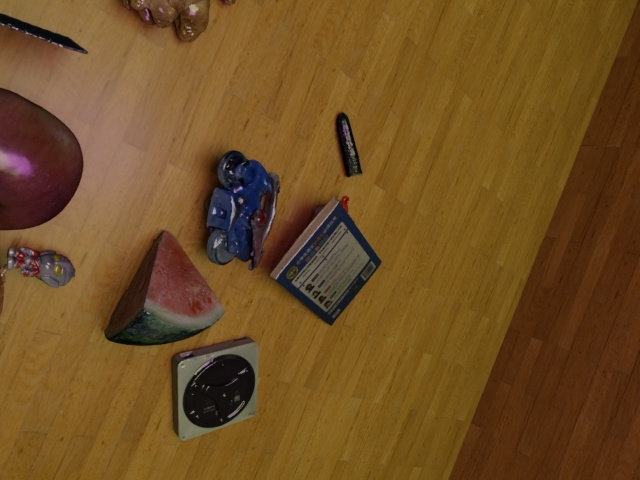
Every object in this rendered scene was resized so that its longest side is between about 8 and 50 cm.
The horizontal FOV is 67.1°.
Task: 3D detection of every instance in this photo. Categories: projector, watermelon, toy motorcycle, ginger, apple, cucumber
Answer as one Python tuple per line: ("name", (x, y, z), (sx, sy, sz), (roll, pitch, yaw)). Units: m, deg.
("projector", (-0.306, 0.443, 1.443), (0.257, 0.079, 0.259), (-7, 107, -36))
("watermelon", (-0.374, 0.143, 1.217), (0.282, 0.250, 0.293), (-2, 105, -41))
("toy motorcycle", (-0.225, -0.088, 1.341), (0.181, 0.241, 0.320), (13, 102, 3))
("ginger", (-0.287, -0.611, 1.143), (0.375, 0.166, 0.237), (-18, 103, -26))
("apple", (-0.630, -0.162, 0.933), (0.305, 0.305, 0.235), (22, 51, -38))
("cucumber", (0.091, -0.309, 1.565), (0.058, 0.052, 0.215), (-48, 129, -54))

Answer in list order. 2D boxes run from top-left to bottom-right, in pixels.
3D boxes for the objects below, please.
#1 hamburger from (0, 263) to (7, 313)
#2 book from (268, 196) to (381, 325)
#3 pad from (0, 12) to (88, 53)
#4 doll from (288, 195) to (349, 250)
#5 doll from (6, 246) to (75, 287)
("hamburger", (-0.768, 0.142, 0.977), (0.330, 0.162, 0.209), (-42, 121, -26))
("book", (0.037, 0.087, 1.538), (0.300, 0.039, 0.428), (-50, 144, -7))
("pad", (-0.593, -0.414, 0.902), (0.269, 0.269, 0.012), (12, 107, -36))
("doll", (0.000, 0.000, 1.538), (0.337, 0.105, 0.200), (-57, 142, -10))
("doll", (-0.627, 0.060, 1.096), (0.079, 0.094, 0.180), (-24, 157, 15))
